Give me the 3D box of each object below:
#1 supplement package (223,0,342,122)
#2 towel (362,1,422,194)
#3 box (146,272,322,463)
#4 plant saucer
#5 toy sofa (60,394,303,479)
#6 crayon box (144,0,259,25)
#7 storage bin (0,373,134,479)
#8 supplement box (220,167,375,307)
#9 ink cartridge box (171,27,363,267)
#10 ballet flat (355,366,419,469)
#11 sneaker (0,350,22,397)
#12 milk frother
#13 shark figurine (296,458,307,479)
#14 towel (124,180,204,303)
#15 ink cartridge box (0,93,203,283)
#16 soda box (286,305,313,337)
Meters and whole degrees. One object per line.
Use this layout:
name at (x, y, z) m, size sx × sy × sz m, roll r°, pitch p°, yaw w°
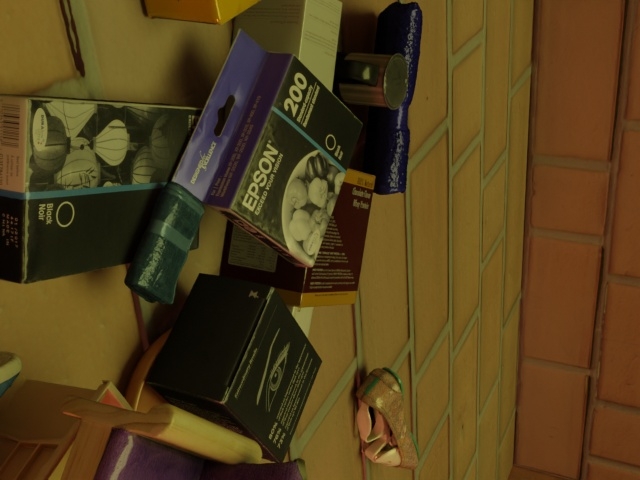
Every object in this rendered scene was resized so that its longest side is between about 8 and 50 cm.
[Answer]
supplement package at (-0.048, -0.233, 1.053) m, size 0.105 × 0.105 × 0.179 m, roll -2°, pitch 100°, yaw -64°
towel at (0.127, -0.234, 1.364) m, size 0.227 × 0.076 × 0.308 m, roll -105°, pitch -160°, yaw -79°
box at (-0.096, 0.159, 0.993) m, size 0.153 × 0.108 × 0.207 m, roll -67°, pitch 151°, yaw -28°
plant saucer at (-0.182, 0.197, 0.998) m, size 0.200 × 0.037 × 0.200 m, roll -35°, pitch 130°, yaw -57°
toy sofa at (-0.152, 0.315, 0.627) m, size 0.150 × 0.177 × 0.362 m, roll 44°, pitch 57°, yaw -53°
crayon box at (-0.082, -0.451, 0.902) m, size 0.363 × 0.106 × 0.313 m, roll -50°, pitch 142°, yaw -48°
storage bin at (-0.247, 0.306, 0.756) m, size 0.260 × 0.123 × 0.262 m, roll -61°, pitch 142°, yaw -37°
supplement box at (-0.028, -0.014, 1.143) m, size 0.191 × 0.129 × 0.194 m, roll 5°, pitch 94°, yaw -65°
ink cartridge box at (-0.050, -0.105, 0.939) m, size 0.208 × 0.045 × 0.206 m, roll 36°, pitch 66°, yaw -41°
ballet flat at (0.127, 0.395, 1.682) m, size 0.106 × 0.107 × 0.316 m, roll -39°, pitch 130°, yaw -28°
sneaker at (-0.311, 0.160, 0.679) m, size 0.152 × 0.058 × 0.084 m, roll -39°, pitch 127°, yaw -50°
milk frother at (0.044, -0.211, 1.221) m, size 0.129 × 0.135 × 0.143 m, roll -28°, pitch 123°, yaw -54°
shark figurine at (-0.009, 0.487, 1.362) m, size 0.116 × 0.278 × 0.166 m, roll -45°, pitch -169°, yaw 9°
towel at (-0.159, 0.004, 0.840) m, size 0.067 × 0.029 × 0.119 m, roll 49°, pitch 56°, yaw -58°
ink cartridge box at (-0.202, -0.062, 0.837) m, size 0.333 × 0.065 × 0.165 m, roll -17°, pitch 113°, yaw -64°
soda box at (-0.072, 0.192, 1.193) m, size 0.074 × 0.069 × 0.216 m, roll 17°, pitch 84°, yaw -66°
